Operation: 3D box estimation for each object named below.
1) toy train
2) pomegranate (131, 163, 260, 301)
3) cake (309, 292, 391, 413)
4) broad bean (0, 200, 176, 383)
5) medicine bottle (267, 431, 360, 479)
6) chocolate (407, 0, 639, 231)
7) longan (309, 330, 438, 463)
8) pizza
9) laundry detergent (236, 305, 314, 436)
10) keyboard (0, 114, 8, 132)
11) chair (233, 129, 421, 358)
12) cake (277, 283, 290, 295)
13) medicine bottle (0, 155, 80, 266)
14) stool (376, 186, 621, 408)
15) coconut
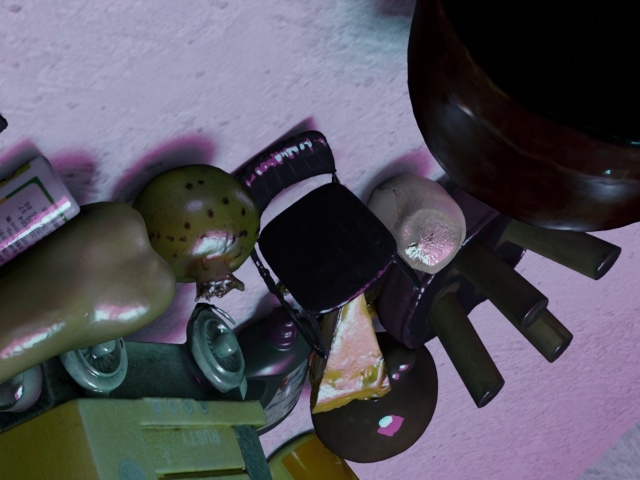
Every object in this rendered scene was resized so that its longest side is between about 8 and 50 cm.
[{"bbox_3d":[-0.183,0.198,1.784,0.160,0.253,0.397,-28,162,25],"label":"toy train"},{"bbox_3d":[-0.118,-0.008,1.688,0.130,0.130,0.130,-31,157,-15],"label":"pomegranate"},{"bbox_3d":[0.014,0.118,2.140,0.116,0.080,0.185,-24,126,-2],"label":"cake"},{"bbox_3d":[-0.263,0.057,1.577,0.263,0.121,0.189,-25,-167,-19],"label":"broad bean"},{"bbox_3d":[0.026,0.389,2.505,0.124,0.239,0.124,-34,159,-15],"label":"medicine bottle"},{"bbox_3d":[0.238,-0.191,1.647,0.383,0.384,0.331,-29,173,-20],"label":"chocolate"},{"bbox_3d":[0.074,0.193,2.304,0.185,0.159,0.204,-46,169,-37],"label":"longan"},{"bbox_3d":[0.020,0.108,2.225,0.160,0.036,0.099,-50,155,26],"label":"pizza"},{"bbox_3d":[-0.070,0.152,2.121,0.144,0.078,0.222,-28,156,-26],"label":"laundry detergent"},{"bbox_3d":[-0.342,-0.041,1.436,0.204,0.013,0.061,-39,157,3],"label":"keyboard"},{"bbox_3d":[0.000,0.000,1.853,0.140,0.145,0.221,-36,156,-5],"label":"chair"},{"bbox_3d":[0.002,0.030,2.032,0.051,0.055,0.140,-22,155,-48],"label":"cake"},{"bbox_3d":[-0.311,0.014,1.535,0.220,0.061,0.092,-35,176,-5],"label":"medicine bottle"},{"bbox_3d":[0.216,0.052,2.179,0.272,0.178,0.272,-39,157,-20],"label":"stool"},{"bbox_3d":[0.102,-0.021,2.019,0.110,0.124,0.110,-5,106,-16],"label":"coconut"}]
